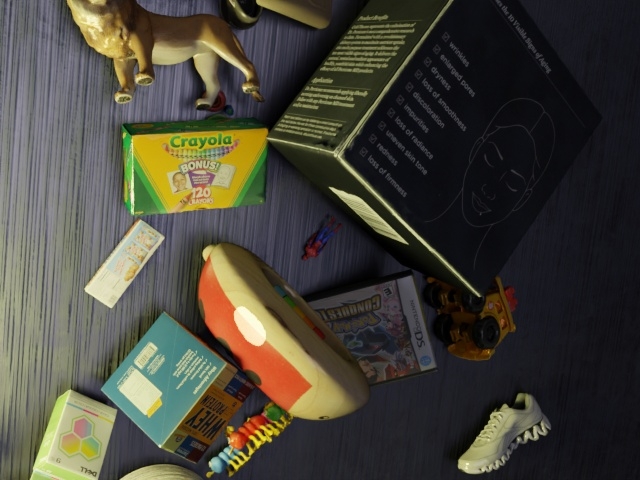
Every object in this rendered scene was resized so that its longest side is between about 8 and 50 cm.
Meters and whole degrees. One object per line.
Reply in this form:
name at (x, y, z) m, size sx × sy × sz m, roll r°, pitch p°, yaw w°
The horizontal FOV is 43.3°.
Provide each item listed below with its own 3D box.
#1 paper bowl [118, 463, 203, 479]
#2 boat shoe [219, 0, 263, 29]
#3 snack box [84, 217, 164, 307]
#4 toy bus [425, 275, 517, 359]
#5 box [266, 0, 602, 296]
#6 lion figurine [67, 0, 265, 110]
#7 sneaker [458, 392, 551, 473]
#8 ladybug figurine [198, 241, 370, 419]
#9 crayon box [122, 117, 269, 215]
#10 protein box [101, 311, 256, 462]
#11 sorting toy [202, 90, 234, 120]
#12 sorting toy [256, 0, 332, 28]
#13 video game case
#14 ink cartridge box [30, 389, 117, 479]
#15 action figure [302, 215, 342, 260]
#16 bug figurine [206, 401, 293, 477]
paper bowl at (-0.331, 0.627, 1.680) m, size 0.285 × 0.148 × 0.284 m, roll -5°, pitch 101°, yaw -26°
boat shoe at (-0.155, -0.587, 1.582) m, size 0.112 × 0.095 × 0.334 m, roll -9°, pitch 103°, yaw -24°
snack box at (-0.392, 0.045, 1.619) m, size 0.064 × 0.022 × 0.178 m, roll 40°, pitch 81°, yaw -25°
toy bus at (0.385, 0.148, 1.953) m, size 0.211 × 0.150 × 0.220 m, roll -31°, pitch 108°, yaw -32°
box at (0.240, -0.228, 1.635) m, size 0.480 × 0.297 × 0.471 m, roll 42°, pitch 81°, yaw -32°
lion figurine at (-0.288, -0.385, 1.541) m, size 0.392 × 0.142 × 0.240 m, roll 3°, pitch 67°, yaw -40°
sneaker at (0.457, 0.494, 2.067) m, size 0.292 × 0.110 × 0.118 m, roll -27°, pitch 102°, yaw -28°
ladybug figurine at (-0.093, 0.191, 1.625) m, size 0.162 × 0.305 × 0.449 m, roll -44°, pitch 80°, yaw 4°
crayon box at (-0.247, -0.150, 1.602) m, size 0.279 × 0.081 × 0.165 m, roll -7°, pitch 116°, yaw -24°
protein box at (-0.278, 0.289, 1.594) m, size 0.199 × 0.201 × 0.136 m, roll -52°, pitch 146°, yaw -9°
sorting toy at (-0.209, -0.264, 1.649) m, size 0.061 × 0.042 × 0.101 m, roll -10°, pitch 116°, yaw -8°
sorting toy at (-0.080, -0.568, 1.594) m, size 0.307 × 0.041 × 0.228 m, roll 6°, pitch 90°, yaw -49°
video game case at (0.104, 0.215, 1.817) m, size 0.275 × 0.035 × 0.248 m, roll -15°, pitch 107°, yaw 4°
ink cartridge box at (-0.478, 0.407, 1.554) m, size 0.109 × 0.062 × 0.209 m, roll 33°, pitch 45°, yaw -27°
action figure at (0.000, 0.000, 1.797) m, size 0.038 × 0.030 × 0.115 m, roll 42°, pitch 85°, yaw -20°
bug figurine at (-0.140, 0.408, 1.717) m, size 0.216 × 0.279 × 0.072 m, roll -34°, pitch 77°, yaw -34°
